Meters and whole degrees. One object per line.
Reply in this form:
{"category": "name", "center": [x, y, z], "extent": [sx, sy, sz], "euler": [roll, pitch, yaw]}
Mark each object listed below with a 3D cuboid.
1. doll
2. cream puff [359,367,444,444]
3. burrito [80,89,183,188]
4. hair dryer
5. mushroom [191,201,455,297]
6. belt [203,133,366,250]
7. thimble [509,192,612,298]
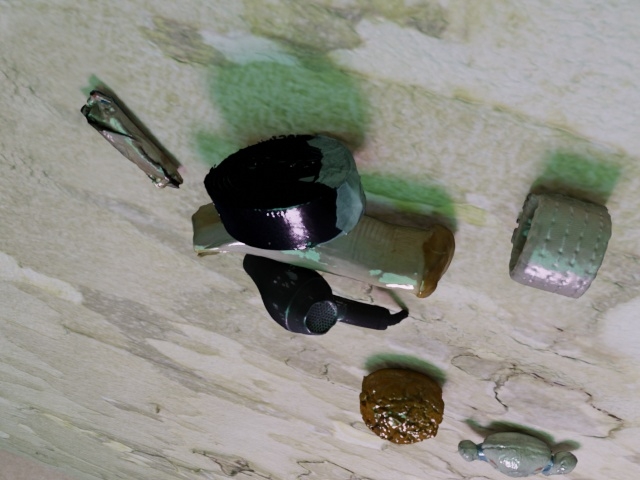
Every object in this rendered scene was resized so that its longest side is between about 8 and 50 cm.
{"category": "doll", "center": [0.366, 0.401, 1.253], "extent": [0.214, 0.071, 0.103], "euler": [4, 148, 11]}
{"category": "cream puff", "center": [0.142, 0.302, 1.199], "extent": [0.150, 0.115, 0.165], "euler": [36, 142, -12]}
{"category": "burrito", "center": [-0.258, -0.133, 0.917], "extent": [0.051, 0.042, 0.171], "euler": [-11, 135, 40]}
{"category": "hair dryer", "center": [0.021, 0.095, 1.006], "extent": [0.272, 0.091, 0.235], "euler": [21, -174, -32]}
{"category": "mushroom", "center": [0.000, 0.000, 0.886], "extent": [0.352, 0.122, 0.095], "euler": [8, 130, 8]}
{"category": "belt", "center": [-0.038, -0.060, 0.808], "extent": [0.199, 0.151, 0.078], "euler": [7, 135, 30]}
{"category": "thimble", "center": [0.273, 0.005, 0.779], "extent": [0.090, 0.102, 0.115], "euler": [16, 114, 8]}
